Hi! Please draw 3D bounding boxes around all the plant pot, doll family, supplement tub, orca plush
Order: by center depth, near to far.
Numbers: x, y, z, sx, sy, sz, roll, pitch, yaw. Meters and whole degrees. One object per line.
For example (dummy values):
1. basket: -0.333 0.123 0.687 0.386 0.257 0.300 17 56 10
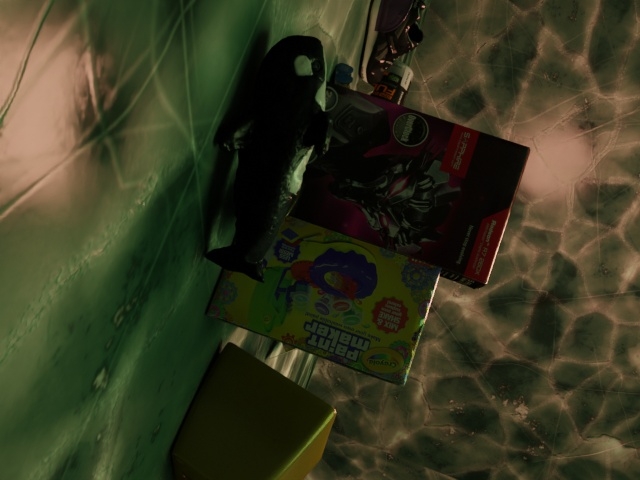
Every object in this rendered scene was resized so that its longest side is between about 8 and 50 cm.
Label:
1. orca plush: -0.083 -0.100 0.693 0.151 0.102 0.287 48 -61 45
2. plant pot: -0.124 0.334 0.991 0.187 0.212 0.212 -49 161 -37
3. doll family: 0.049 -0.197 1.178 0.163 0.118 0.263 98 13 -59
4. supplement tub: 0.171 -0.384 1.655 0.117 0.117 0.190 66 42 -80

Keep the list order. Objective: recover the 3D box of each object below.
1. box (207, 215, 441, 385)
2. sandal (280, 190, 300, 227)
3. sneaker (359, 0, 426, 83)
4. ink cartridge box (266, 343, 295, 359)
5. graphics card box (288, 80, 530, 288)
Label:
1. box: 0.012 0.097 0.970 0.279 0.289 0.177 75 34 -80
2. sandal: -0.068 -0.077 0.824 0.090 0.060 0.219 -55 -159 36
3. sneaker: 0.168 -0.451 1.411 0.283 0.124 0.107 94 17 -66
4. ink cartridge box: -0.032 0.253 1.636 0.235 0.171 0.056 8 59 -67
5. graphics card box: 0.120 -0.092 0.980 0.094 0.370 0.233 67 44 -80
